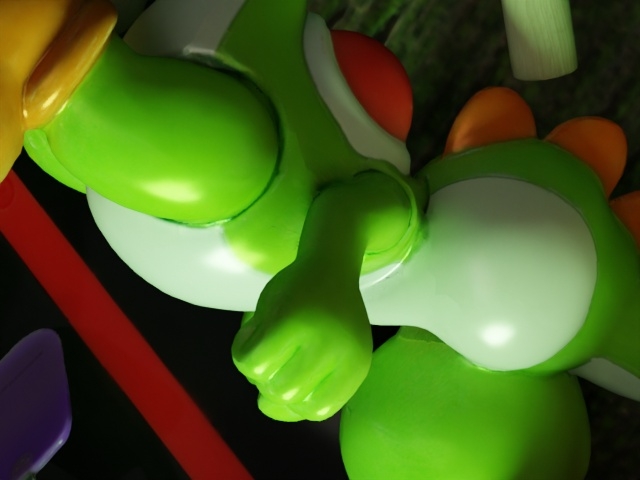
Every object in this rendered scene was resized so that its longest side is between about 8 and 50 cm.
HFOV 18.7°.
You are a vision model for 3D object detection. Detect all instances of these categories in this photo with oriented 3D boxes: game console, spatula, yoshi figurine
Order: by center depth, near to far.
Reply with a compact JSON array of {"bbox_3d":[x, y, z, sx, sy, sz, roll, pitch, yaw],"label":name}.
[{"bbox_3d":[-0.009,0.026,0.818,0.362,0.203,0.203,23,135,-14],"label":"yoshi figurine"},{"bbox_3d":[-0.115,0.163,0.934,0.084,0.030,0.296,-44,53,20],"label":"spatula"},{"bbox_3d":[-0.100,0.058,1.029,0.342,0.060,0.386,-46,73,20],"label":"game console"}]

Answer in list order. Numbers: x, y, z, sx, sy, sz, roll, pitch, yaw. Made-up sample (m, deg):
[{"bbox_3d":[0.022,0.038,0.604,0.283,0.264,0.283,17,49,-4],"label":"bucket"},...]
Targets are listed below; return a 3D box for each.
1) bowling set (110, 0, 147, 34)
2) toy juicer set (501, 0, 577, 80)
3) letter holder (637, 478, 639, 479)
[{"bbox_3d":[-0.078,-0.227,0.942,0.154,0.200,0.287,39,88,-1],"label":"bowling set"},{"bbox_3d":[0.199,-0.117,0.818,0.329,0.089,0.209,19,117,19],"label":"toy juicer set"},{"bbox_3d":[0.091,0.203,0.826,0.302,0.152,0.214,-43,44,27],"label":"letter holder"}]
